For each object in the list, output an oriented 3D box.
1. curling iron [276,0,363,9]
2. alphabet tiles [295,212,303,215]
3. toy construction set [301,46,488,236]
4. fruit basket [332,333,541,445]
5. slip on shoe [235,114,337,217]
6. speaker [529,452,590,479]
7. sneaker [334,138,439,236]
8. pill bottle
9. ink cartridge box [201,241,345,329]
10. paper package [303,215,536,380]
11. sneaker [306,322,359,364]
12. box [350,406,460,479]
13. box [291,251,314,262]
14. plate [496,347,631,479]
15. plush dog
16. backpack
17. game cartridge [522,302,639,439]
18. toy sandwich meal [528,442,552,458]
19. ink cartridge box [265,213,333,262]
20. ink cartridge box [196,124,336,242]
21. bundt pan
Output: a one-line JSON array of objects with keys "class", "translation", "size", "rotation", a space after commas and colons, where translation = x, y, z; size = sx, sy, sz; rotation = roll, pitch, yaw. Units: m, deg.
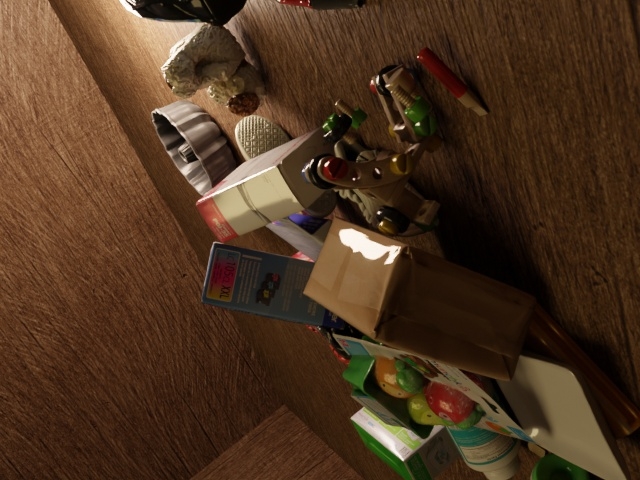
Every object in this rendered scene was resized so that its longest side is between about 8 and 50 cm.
[{"class": "curling iron", "translation": [-0.017, -0.433, 1.396], "size": [0.274, 0.035, 0.068], "rotation": [35, 155, 47]}, {"class": "alphabet tiles", "translation": [-0.113, -0.176, 2.180], "size": [0.237, 0.009, 0.198], "rotation": [52, 163, 6]}, {"class": "toy construction set", "translation": [0.151, -0.147, 1.303], "size": [0.237, 0.257, 0.309], "rotation": [40, 143, -15]}, {"class": "fruit basket", "translation": [0.220, 0.311, 1.603], "size": [0.327, 0.165, 0.353], "rotation": [43, 163, -31]}, {"class": "slip on shoe", "translation": [-0.090, -0.174, 1.957], "size": [0.331, 0.123, 0.101], "rotation": [46, 165, 10]}, {"class": "speaker", "translation": [0.526, 0.581, 1.764], "size": [0.131, 0.131, 0.296], "rotation": [41, 159, 35]}, {"class": "sneaker", "translation": [0.117, -0.107, 1.570], "size": [0.292, 0.110, 0.118], "rotation": [39, 148, 39]}, {"class": "pill bottle", "translation": [0.371, 0.433, 1.846], "size": [0.264, 0.146, 0.146], "rotation": [60, 162, -19]}, {"class": "ink cartridge box", "translation": [-0.080, 0.120, 1.920], "size": [0.396, 0.151, 0.270], "rotation": [10, 174, -6]}, {"class": "paper package", "translation": [0.172, 0.101, 1.441], "size": [0.309, 0.168, 0.325], "rotation": [21, -179, -25]}, {"class": "sneaker", "translation": [0.032, 0.265, 2.493], "size": [0.276, 0.098, 0.135], "rotation": [45, 161, 21]}, {"class": "box", "translation": [0.253, 0.498, 2.135], "size": [0.262, 0.231, 0.126], "rotation": [25, 146, 57]}, {"class": "box", "translation": [-0.038, 0.112, 2.331], "size": [0.122, 0.128, 0.257], "rotation": [57, 163, -11]}, {"class": "plate", "translation": [0.429, 0.299, 1.454], "size": [0.277, 0.045, 0.278], "rotation": [60, 162, -18]}, {"class": "plush dog", "translation": [-0.217, -0.391, 1.833], "size": [0.225, 0.211, 0.262], "rotation": [46, -165, -22]}, {"class": "backpack", "translation": [-0.314, -0.575, 1.599], "size": [0.356, 0.273, 0.290], "rotation": [-1, 128, 43]}, {"class": "game cartridge", "translation": [0.444, 0.275, 1.534], "size": [0.285, 0.053, 0.323], "rotation": [49, 164, 15]}, {"class": "toy sandwich meal", "translation": [0.501, 0.469, 1.772], "size": [0.085, 0.029, 0.085], "rotation": [47, 161, 21]}, {"class": "ink cartridge box", "translation": [0.000, 0.000, 1.942], "size": [0.330, 0.071, 0.324], "rotation": [37, 170, -23]}, {"class": "ink cartridge box", "translation": [-0.106, -0.123, 1.758], "size": [0.283, 0.207, 0.117], "rotation": [-19, 109, 42]}, {"class": "bundt pan", "translation": [-0.376, -0.291, 2.453], "size": [0.331, 0.124, 0.331], "rotation": [46, 160, 22]}]
